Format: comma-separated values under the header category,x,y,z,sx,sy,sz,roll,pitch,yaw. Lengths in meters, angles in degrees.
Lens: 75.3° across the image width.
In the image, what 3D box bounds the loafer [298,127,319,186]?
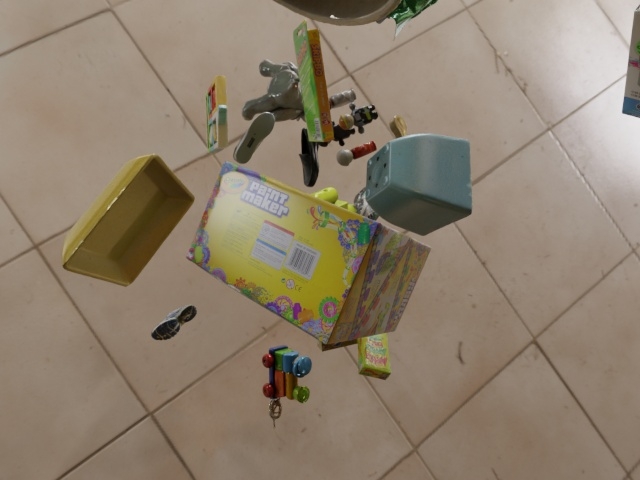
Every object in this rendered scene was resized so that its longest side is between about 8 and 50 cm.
category,x,y,z,sx,sy,sz,roll,pitch,yaw
loafer,-0.049,-0.314,1.571,0.078,0.076,0.223,-3,100,-38

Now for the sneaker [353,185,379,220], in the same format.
category,x,y,z,sx,sy,sz,roll,pitch,yaw
sneaker,0.202,-0.122,1.776,0.122,0.110,0.283,36,44,-11

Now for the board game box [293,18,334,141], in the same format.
category,x,y,z,sx,sy,sz,roll,pitch,yaw
board game box,-0.019,-0.365,0.972,0.039,0.124,0.259,-16,108,-13

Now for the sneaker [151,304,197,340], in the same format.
category,x,y,z,sx,sy,sz,roll,pitch,yaw
sneaker,-0.410,0.227,1.154,0.135,0.058,0.052,-35,113,-34

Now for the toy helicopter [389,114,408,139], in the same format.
category,x,y,z,sx,sy,sz,roll,pitch,yaw
toy helicopter,0.376,-0.349,1.717,0.235,0.140,0.355,-13,83,-41

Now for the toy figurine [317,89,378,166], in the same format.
category,x,y,z,sx,sy,sz,roll,pitch,yaw
toy figurine,0.081,-0.381,1.397,0.148,0.209,0.213,-25,53,-17

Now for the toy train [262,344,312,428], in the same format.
category,x,y,z,sx,sy,sz,roll,pitch,yaw
toy train,-0.088,0.441,1.208,0.105,0.143,0.248,0,89,-44

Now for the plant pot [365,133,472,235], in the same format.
category,x,y,z,sx,sy,sz,roll,pitch,yaw
plant pot,0.279,-0.182,1.277,0.252,0.247,0.247,11,71,-19

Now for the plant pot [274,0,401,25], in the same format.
category,x,y,z,sx,sy,sz,roll,pitch,yaw
plant pot,0.019,-0.477,0.440,0.334,0.334,0.305,29,88,-6

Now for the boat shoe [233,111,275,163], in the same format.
category,x,y,z,sx,sy,sz,roll,pitch,yaw
boat shoe,-0.215,-0.323,1.301,0.065,0.083,0.183,36,88,-24

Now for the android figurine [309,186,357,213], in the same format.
category,x,y,z,sx,sy,sz,roll,pitch,yaw
android figurine,0.000,0.000,1.020,0.273,0.056,0.248,-29,127,-47

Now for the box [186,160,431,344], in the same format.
category,x,y,z,sx,sy,sz,roll,pitch,yaw
box,-0.007,0.022,0.712,0.290,0.279,0.177,25,94,29

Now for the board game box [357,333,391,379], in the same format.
category,x,y,z,sx,sy,sz,roll,pitch,yaw
board game box,0.170,0.352,1.344,0.092,0.043,0.181,16,38,-10

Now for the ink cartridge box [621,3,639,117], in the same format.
category,x,y,z,sx,sy,sz,roll,pitch,yaw
ink cartridge box,0.688,-0.350,0.715,0.197,0.270,0.198,-52,51,0

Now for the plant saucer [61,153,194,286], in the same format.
category,x,y,z,sx,sy,sz,roll,pitch,yaw
plant saucer,-0.506,-0.054,1.102,0.081,0.333,0.332,33,79,8

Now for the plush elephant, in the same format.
category,x,y,z,sx,sy,sz,roll,pitch,yaw
plush elephant,-0.098,-0.558,1.665,0.330,0.255,0.271,3,71,29

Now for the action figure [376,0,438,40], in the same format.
category,x,y,z,sx,sy,sz,roll,pitch,yaw
action figure,0.198,-0.521,0.854,0.232,0.063,0.137,-38,128,-25

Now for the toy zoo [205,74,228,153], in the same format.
category,x,y,z,sx,sy,sz,roll,pitch,yaw
toy zoo,-0.307,-0.365,1.230,0.030,0.293,0.192,-3,97,-22

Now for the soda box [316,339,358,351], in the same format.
category,x,y,z,sx,sy,sz,roll,pitch,yaw
soda box,0.079,0.360,1.558,0.181,0.058,0.061,-8,100,-19
